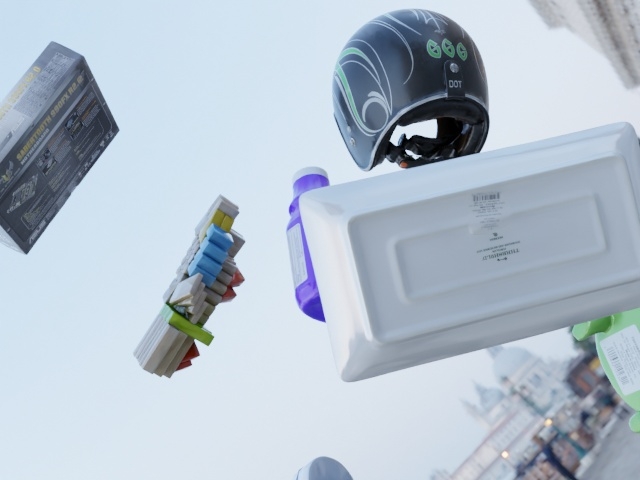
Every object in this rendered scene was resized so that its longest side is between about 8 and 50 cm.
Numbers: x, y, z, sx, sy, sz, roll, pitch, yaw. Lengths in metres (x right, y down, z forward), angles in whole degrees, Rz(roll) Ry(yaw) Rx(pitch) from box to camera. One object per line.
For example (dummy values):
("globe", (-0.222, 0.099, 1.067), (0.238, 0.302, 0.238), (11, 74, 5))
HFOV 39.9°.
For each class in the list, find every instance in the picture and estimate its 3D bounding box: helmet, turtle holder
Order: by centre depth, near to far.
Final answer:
("helmet", (0.089, -0.155, 0.906), (0.170, 0.161, 0.169), (-12, -36, -9))
("turtle holder", (0.536, 0.108, 1.231), (0.228, 0.243, 0.320), (-12, -49, -25))

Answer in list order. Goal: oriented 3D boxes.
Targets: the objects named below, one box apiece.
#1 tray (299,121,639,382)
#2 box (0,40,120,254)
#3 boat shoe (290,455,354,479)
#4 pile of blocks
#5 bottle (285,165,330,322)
("tray", (0.130, 0.005, 0.652), (0.271, 0.145, 0.030), (-13, -1, -8))
("box", (-0.372, -0.117, 1.162), (0.231, 0.056, 0.183), (-59, -15, -19))
("boat shoe", (-0.010, 0.336, 0.848), (0.084, 0.095, 0.258), (-43, 23, 32))
("pile of blocks", (-0.191, 0.088, 1.527), (0.149, 0.113, 0.362), (-22, 40, 55))
("bottle", (0.000, 0.000, 1.480), (0.118, 0.282, 0.092), (25, -49, -38))
